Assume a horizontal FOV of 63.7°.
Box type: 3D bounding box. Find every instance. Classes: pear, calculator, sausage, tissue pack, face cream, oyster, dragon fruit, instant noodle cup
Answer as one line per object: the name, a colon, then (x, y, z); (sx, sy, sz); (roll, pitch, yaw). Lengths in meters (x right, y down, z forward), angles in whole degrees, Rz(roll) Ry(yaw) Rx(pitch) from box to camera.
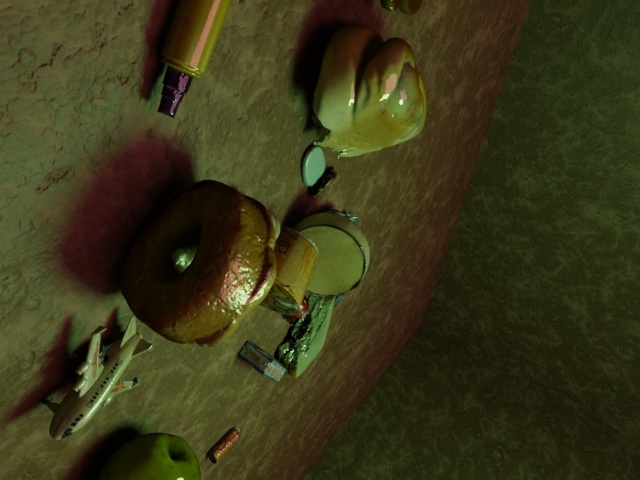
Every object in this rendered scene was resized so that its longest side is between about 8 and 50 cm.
pear: (-0.431, 0.621, 1.257); (0.307, 0.252, 0.253); (-54, 157, 2)
calculator: (-0.019, -0.208, 1.474); (0.095, 0.021, 0.153); (-51, 154, -24)
sausage: (-0.330, 0.711, 1.801); (0.145, 0.048, 0.050); (-38, 109, -45)
tissue pack: (-0.185, 0.393, 1.664); (0.065, 0.115, 0.155); (-53, 156, -14)
face cream: (-0.214, -0.339, 0.863); (0.078, 0.078, 0.274); (2, 114, -64)
oyster: (0.010, -0.172, 1.556); (0.086, 0.029, 0.132); (-44, -171, 29)
dragon fruit: (-0.084, 0.234, 1.740); (0.094, 0.094, 0.191); (-47, 157, -31)
instant noodle cup: (-0.111, 0.074, 1.381); (0.172, 0.215, 0.216); (-60, 158, -28)

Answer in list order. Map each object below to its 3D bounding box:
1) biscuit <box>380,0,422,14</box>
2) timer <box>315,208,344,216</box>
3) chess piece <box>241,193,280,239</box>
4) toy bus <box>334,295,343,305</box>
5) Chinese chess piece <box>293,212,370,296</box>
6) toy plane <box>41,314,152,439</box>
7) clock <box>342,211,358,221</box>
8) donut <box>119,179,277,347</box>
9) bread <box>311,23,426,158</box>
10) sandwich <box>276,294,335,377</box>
biscuit: (0.193, -0.728, 1.292); (0.432, 0.064, 0.283); (25, 84, -68)
timer: (0.000, 0.000, 1.678); (0.190, 0.069, 0.209); (-27, 140, -53)
chess piece: (-0.173, -0.057, 1.258); (0.094, 0.094, 0.170); (-57, 148, -11)
toy bus: (0.055, 0.230, 2.066); (0.166, 0.047, 0.065); (-49, 157, -29)
Chinese chess piece: (0.019, 0.043, 1.533); (0.104, 0.257, 0.257); (-75, -179, -64)
toy plane: (-0.442, 0.274, 1.029); (0.256, 0.104, 0.242); (-46, 155, -32)
clock: (0.080, -0.047, 1.820); (0.147, 0.045, 0.108); (-29, 141, -52)
donut: (-0.234, 0.042, 0.997); (0.150, 0.299, 0.318); (39, 47, -55)
bread: (0.132, -0.360, 1.338); (0.329, 0.245, 0.424); (-63, 161, 2)
sandwich: (-0.051, 0.345, 1.906); (0.254, 0.099, 0.289); (-34, 144, -49)
